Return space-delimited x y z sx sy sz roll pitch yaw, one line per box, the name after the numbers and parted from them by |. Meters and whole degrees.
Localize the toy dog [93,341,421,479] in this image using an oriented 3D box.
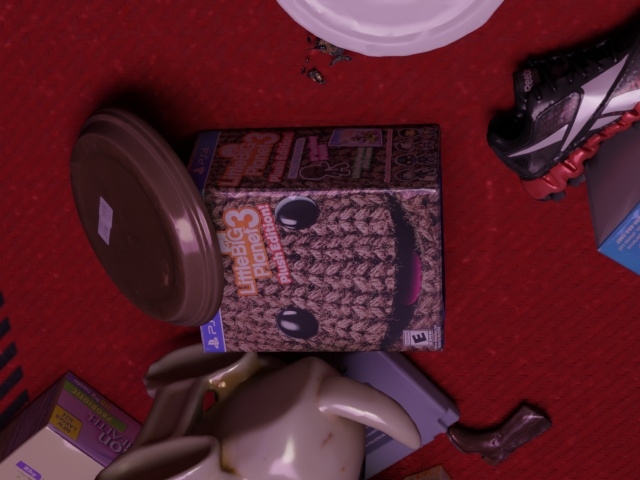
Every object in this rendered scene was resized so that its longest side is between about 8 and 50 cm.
-0.024 0.335 1.650 0.395 0.284 0.408 -19 118 14 | toy dog

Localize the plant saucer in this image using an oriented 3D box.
-0.209 -0.019 1.520 0.278 0.041 0.278 36 141 36 | plant saucer

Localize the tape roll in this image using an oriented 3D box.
0.072 -0.337 1.350 0.286 0.100 0.286 3 124 5 | tape roll

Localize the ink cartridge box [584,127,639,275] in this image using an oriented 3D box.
0.461 -0.042 1.444 0.270 0.197 0.198 30 121 -13 | ink cartridge box

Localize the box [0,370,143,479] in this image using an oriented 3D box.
-0.354 0.338 1.834 0.213 0.117 0.243 40 119 -19 | box

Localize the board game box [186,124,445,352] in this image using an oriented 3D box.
0.000 0.000 1.556 0.291 0.141 0.232 -1 123 7 | board game box

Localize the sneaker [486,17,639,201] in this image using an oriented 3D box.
0.288 -0.166 1.440 0.135 0.098 0.276 33 122 -18 | sneaker

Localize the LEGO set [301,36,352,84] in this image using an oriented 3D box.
0.006 -0.215 1.488 0.054 0.023 0.083 39 132 -16 | LEGO set

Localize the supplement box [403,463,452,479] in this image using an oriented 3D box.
0.145 0.359 1.804 0.062 0.098 0.036 -24 118 20 | supplement box

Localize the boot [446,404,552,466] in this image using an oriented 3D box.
0.239 0.247 1.756 0.106 0.037 0.114 29 126 -28 | boot

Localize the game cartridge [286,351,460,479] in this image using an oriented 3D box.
0.013 0.243 1.770 0.297 0.062 0.198 -35 109 25 | game cartridge
